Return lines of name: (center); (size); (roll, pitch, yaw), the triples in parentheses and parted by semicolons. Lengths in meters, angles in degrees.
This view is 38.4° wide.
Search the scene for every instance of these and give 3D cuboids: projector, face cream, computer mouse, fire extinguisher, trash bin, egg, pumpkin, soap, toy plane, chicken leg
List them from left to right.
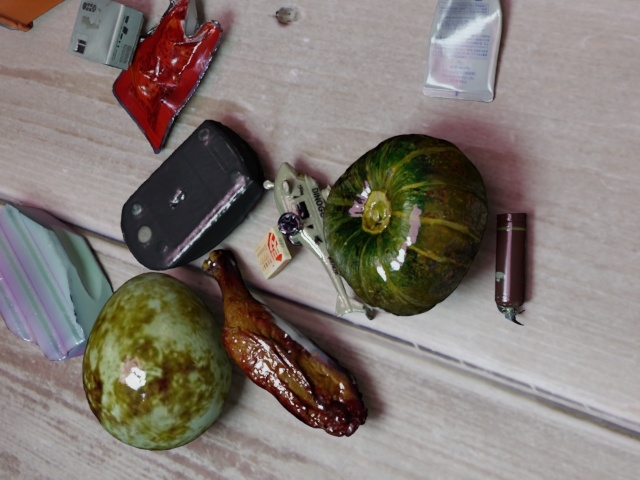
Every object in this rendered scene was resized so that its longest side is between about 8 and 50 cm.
trash bin: (-0.556, -0.516, 1.728); (0.239, 0.184, 0.161); (-19, 79, 22)
soap: (-0.507, 0.081, 1.707); (0.193, 0.109, 0.323); (-43, 68, 22)
projector: (-0.389, -0.377, 1.671); (0.147, 0.061, 0.115); (24, 98, 44)
egg: (-0.267, 0.194, 1.489); (0.238, 0.238, 0.289); (-21, 75, 27)
computer mouse: (-0.209, -0.064, 1.546); (0.269, 0.100, 0.170); (-43, 67, 14)
chicken leg: (-0.076, 0.146, 1.433); (0.407, 0.158, 0.095); (45, 115, 28)
toy plane: (0.000, 0.000, 1.440); (0.108, 0.092, 0.286); (-21, 74, 2)
pumpkin: (0.131, -0.023, 1.308); (0.260, 0.189, 0.260); (-18, 65, 45)
face cream: (0.213, -0.320, 1.348); (0.114, 0.070, 0.223); (12, 106, 30)
fire extinguisher: (0.268, 0.039, 1.301); (0.064, 0.043, 0.158); (0, 87, 60)

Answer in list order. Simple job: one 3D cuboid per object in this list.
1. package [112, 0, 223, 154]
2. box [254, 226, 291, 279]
package: (-0.272, -0.309, 1.615); (0.269, 0.071, 0.194); (-47, 52, 24)
box: (-0.079, 0.022, 1.489); (0.058, 0.015, 0.093); (66, 151, 14)
